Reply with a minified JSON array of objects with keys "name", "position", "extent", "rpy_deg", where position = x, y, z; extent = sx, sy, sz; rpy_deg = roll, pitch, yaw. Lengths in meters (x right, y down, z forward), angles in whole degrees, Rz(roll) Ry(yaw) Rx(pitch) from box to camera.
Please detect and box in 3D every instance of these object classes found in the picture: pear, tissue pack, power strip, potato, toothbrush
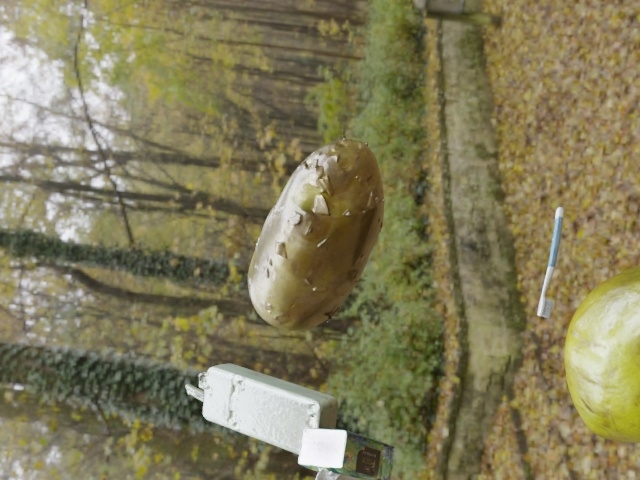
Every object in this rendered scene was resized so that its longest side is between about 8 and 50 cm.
[{"name":"pear","position":[0.514,0.175,1.194],"extent":[0.269,0.269,0.321],"rpy_deg":[-84,16,-59]},{"name":"tissue pack","position":[0.037,0.316,1.087],"extent":[0.111,0.085,0.079],"rpy_deg":[29,-118,-40]},{"name":"power strip","position":[-0.104,0.260,1.214],"extent":[0.053,0.288,0.093],"rpy_deg":[0,-81,-54]},{"name":"potato","position":[0.000,0.000,1.003],"extent":[0.191,0.141,0.296],"rpy_deg":[-35,-29,-45]},{"name":"toothbrush","position":[0.466,0.040,1.532],"extent":[0.019,0.025,0.276],"rpy_deg":[112,180,-56]}]
